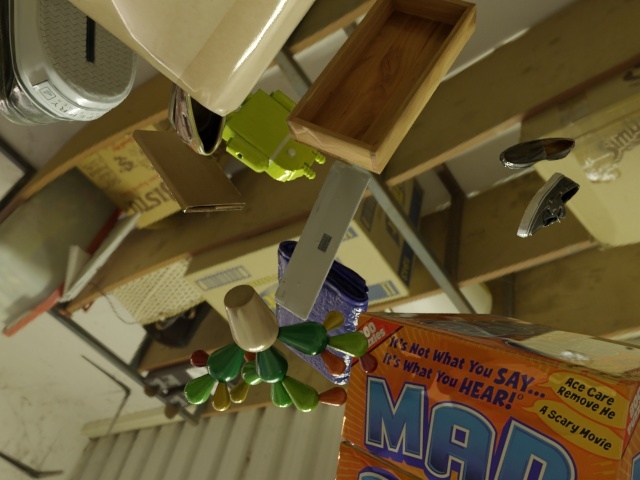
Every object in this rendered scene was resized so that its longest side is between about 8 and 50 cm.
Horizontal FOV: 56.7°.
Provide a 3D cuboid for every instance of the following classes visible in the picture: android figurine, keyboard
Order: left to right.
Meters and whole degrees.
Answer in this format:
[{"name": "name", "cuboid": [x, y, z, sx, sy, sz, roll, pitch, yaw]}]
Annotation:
[{"name": "android figurine", "cuboid": [-0.111, -0.240, 1.330, 0.056, 0.272, 0.248, -46, -172, 46]}, {"name": "keyboard", "cuboid": [0.000, 0.000, 0.958, 0.072, 0.014, 0.256, 28, -81, 24]}]

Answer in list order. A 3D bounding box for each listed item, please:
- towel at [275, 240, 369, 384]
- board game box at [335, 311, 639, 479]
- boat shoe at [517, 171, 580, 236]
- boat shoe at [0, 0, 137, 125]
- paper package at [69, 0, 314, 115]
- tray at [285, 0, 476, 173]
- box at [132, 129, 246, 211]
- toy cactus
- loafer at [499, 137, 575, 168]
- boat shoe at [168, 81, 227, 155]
[{"name": "towel", "cuboid": [0.001, 0.155, 1.284, 0.227, 0.308, 0.076, 34, -130, 26]}, {"name": "board game box", "cuboid": [0.272, 0.306, 0.802, 0.356, 0.356, 0.357, 8, -90, 46]}, {"name": "boat shoe", "cuboid": [0.529, -0.075, 1.359, 0.076, 0.080, 0.228, 27, -132, 27]}, {"name": "boat shoe", "cuboid": [-0.212, -0.251, 0.457, 0.119, 0.121, 0.336, -6, -105, 29]}, {"name": "paper package", "cuboid": [-0.003, -0.283, 0.324, 0.325, 0.168, 0.310, -33, -151, 57]}, {"name": "tray", "cuboid": [0.130, -0.337, 1.195, 0.202, 0.076, 0.411, 25, -112, 25]}, {"name": "box", "cuboid": [-0.256, -0.138, 1.165, 0.021, 0.201, 0.164, -47, 160, 29]}, {"name": "toy cactus", "cuboid": [-0.055, 0.115, 0.657, 0.218, 0.181, 0.112, -9, -140, 11]}, {"name": "loafer", "cuboid": [0.491, -0.206, 1.344, 0.169, 0.062, 0.061, -15, 170, -6]}, {"name": "boat shoe", "cuboid": [-0.178, -0.278, 0.950, 0.110, 0.307, 0.104, -19, -126, -26]}]
